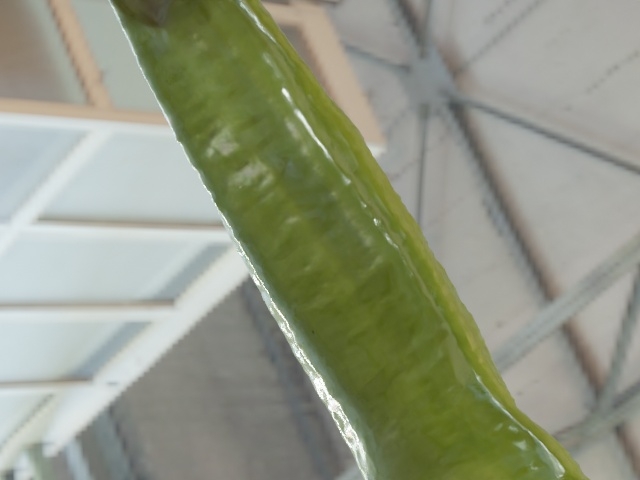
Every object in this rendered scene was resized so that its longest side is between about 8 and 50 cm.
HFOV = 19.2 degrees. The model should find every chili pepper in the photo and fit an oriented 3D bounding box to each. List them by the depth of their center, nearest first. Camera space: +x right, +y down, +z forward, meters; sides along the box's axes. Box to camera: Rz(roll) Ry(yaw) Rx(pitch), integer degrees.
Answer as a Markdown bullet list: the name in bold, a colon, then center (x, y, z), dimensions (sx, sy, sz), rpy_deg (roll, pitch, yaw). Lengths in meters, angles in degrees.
- **chili pepper**: center (0.000, 0.000, 0.387), dimensions (0.043, 0.049, 0.208), rpy_deg (-36, -97, 23)
